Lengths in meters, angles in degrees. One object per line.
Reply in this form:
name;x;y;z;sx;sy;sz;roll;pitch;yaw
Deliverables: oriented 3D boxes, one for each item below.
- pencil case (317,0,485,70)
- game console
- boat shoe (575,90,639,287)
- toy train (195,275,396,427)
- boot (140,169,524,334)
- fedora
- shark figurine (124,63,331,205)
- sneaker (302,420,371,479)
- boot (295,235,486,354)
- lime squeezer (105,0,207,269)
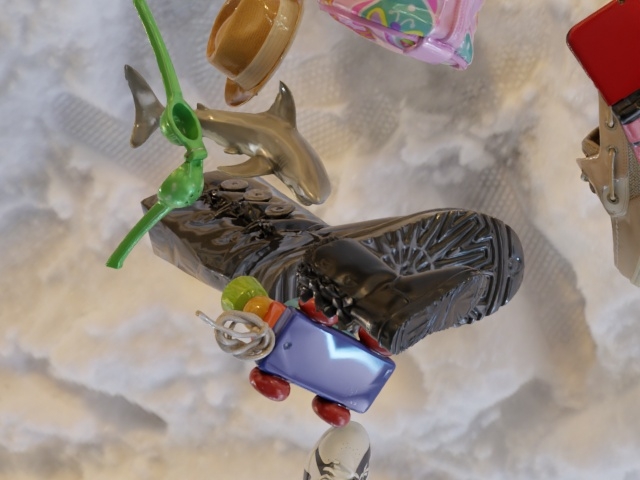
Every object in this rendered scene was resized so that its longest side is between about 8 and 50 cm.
pencil case;0.100;-0.260;0.700;0.124;0.124;0.284;26;101;7
game console;0.301;-0.153;0.892;0.144;0.085;0.124;-33;139;11
boat shoe;0.339;-0.095;1.134;0.110;0.122;0.341;17;136;25
toy train;-0.052;0.076;1.005;0.248;0.143;0.105;30;94;-40
boot;-0.002;0.000;1.417;0.445;0.367;0.146;22;113;61
fedora;-0.098;-0.275;1.412;0.079;0.194;0.194;26;126;-25
shark figurine;-0.088;-0.144;1.265;0.278;0.166;0.116;24;115;12
sneaker;0.024;0.321;1.333;0.094;0.235;0.153;37;148;-5
boot;0.049;0.030;0.767;0.099;0.121;0.045;35;132;32
lime squeezer;-0.172;-0.107;1.174;0.110;0.059;0.310;21;110;38
